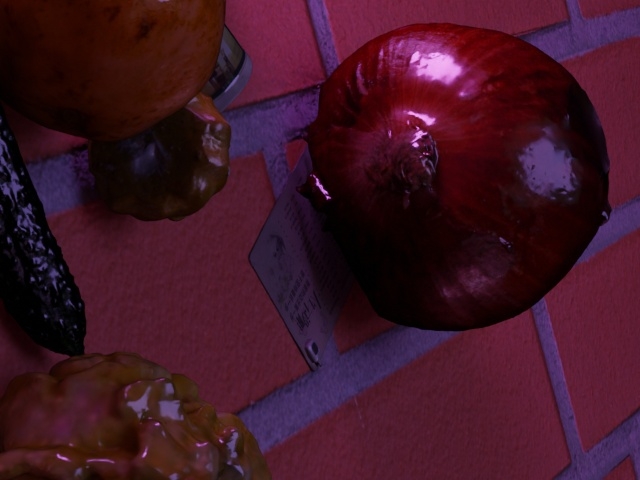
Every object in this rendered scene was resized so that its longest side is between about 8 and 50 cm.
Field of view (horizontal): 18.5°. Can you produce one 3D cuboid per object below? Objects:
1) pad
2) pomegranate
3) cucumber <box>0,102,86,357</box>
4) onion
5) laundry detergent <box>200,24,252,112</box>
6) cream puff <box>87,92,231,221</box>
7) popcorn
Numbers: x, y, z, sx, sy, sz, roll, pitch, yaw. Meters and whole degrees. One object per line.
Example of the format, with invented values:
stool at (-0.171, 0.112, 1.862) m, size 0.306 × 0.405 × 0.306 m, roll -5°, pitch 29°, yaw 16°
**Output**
pad at (0.000, 0.000, 2.129) m, size 0.159 × 0.009 × 0.265 m, roll 61°, pitch 33°, yaw -27°
pomegranate at (-0.189, -0.203, 1.642) m, size 0.248 × 0.248 × 0.248 m, roll 32°, pitch 52°, yaw -53°
cucumber at (-0.260, -0.027, 1.610) m, size 0.072 × 0.072 × 0.300 m, roll -47°, pitch 120°, yaw -57°
onion at (0.160, -0.068, 2.142) m, size 0.341 × 0.341 × 0.341 m, roll 32°, pitch 52°, yaw -53°
laundry detergent at (-0.155, -0.216, 1.864) m, size 0.099 × 0.070 × 0.225 m, roll -44°, pitch 126°, yaw -11°
cream puff at (-0.142, -0.079, 1.791) m, size 0.116 × 0.146 × 0.146 m, roll 30°, pitch 52°, yaw -75°
popcorn at (-0.157, 0.206, 1.571) m, size 0.259 × 0.212 × 0.259 m, roll 48°, pitch 33°, yaw -46°
